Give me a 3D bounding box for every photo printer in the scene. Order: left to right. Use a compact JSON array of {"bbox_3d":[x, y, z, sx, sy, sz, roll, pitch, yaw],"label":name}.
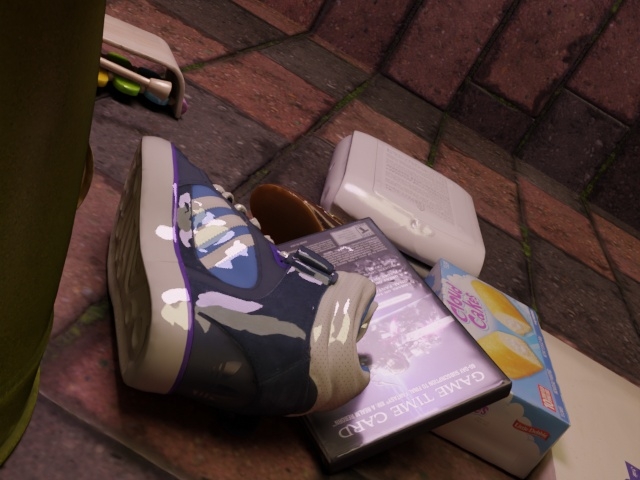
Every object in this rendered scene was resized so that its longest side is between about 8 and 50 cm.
[{"bbox_3d":[0.123,-0.040,1.178,0.256,0.107,0.307,28,23,-7],"label":"photo printer"}]

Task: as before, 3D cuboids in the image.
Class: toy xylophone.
[{"bbox_3d":[-0.333,-0.270,1.115,0.322,0.081,0.236,21,24,-24],"label":"toy xylophone"}]

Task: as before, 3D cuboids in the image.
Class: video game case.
[{"bbox_3d":[0.032,0.087,0.782,0.196,0.026,0.274,-17,45,-21],"label":"video game case"}]

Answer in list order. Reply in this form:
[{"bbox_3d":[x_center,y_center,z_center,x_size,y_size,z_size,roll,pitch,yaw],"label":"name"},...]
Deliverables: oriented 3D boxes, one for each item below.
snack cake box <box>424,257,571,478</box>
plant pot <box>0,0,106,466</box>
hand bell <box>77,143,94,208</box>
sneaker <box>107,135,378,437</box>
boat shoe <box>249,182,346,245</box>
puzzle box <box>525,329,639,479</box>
[{"bbox_3d":[0.185,0.138,0.909,0.152,0.089,0.264,30,22,-5],"label":"snack cake box"},{"bbox_3d":[-0.283,-0.083,0.427,0.366,0.353,0.366,26,23,-12],"label":"plant pot"},{"bbox_3d":[-0.345,-0.108,0.774,0.242,0.126,0.126,31,18,37],"label":"hand bell"},{"bbox_3d":[-0.067,0.033,0.729,0.236,0.130,0.323,13,32,-25],"label":"sneaker"},{"bbox_3d":[0.000,0.000,0.993,0.207,0.073,0.073,42,22,6],"label":"boat shoe"},{"bbox_3d":[0.360,0.269,0.906,0.272,0.052,0.409,32,22,0],"label":"puzzle box"}]
